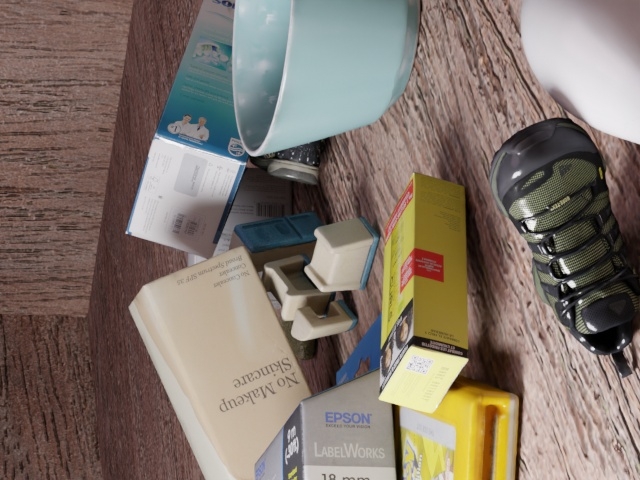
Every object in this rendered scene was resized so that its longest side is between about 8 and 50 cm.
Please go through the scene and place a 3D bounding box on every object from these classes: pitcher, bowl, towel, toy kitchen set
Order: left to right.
[{"bbox_3d":[-0.031,0.098,2.192,0.148,0.027,0.110,-143,56,-72],"label":"towel"},{"bbox_3d":[0.000,0.000,1.993,0.207,0.122,0.166,50,139,40],"label":"toy kitchen set"},{"bbox_3d":[0.009,-0.244,1.842,0.311,0.163,0.311,-176,90,-75],"label":"bowl"},{"bbox_3d":[0.232,-0.141,1.099,0.177,0.125,0.207,-57,37,22],"label":"pitcher"}]

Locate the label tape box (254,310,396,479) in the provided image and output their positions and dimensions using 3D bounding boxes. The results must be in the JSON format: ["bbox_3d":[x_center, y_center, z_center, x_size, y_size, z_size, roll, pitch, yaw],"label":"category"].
[{"bbox_3d":[0.003,0.258,1.715,0.240,0.106,0.333,120,150,-63],"label":"label tape box"}]

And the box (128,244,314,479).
[{"bbox_3d":[-0.101,0.181,1.997,0.311,0.148,0.121,64,159,7],"label":"box"}]

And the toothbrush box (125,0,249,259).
[{"bbox_3d":[-0.147,-0.160,2.181,0.216,0.126,0.295,114,172,-50],"label":"toothbrush box"}]

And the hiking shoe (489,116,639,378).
[{"bbox_3d":[0.191,0.005,1.177,0.114,0.086,0.227,59,180,40],"label":"hiking shoe"}]

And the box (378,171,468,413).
[{"bbox_3d":[0.098,0.046,1.554,0.232,0.058,0.087,-84,16,-45],"label":"box"}]

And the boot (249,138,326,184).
[{"bbox_3d":[-0.029,-0.172,2.148,0.236,0.085,0.178,-135,57,-76],"label":"boot"}]

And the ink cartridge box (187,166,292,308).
[{"bbox_3d":[-0.115,-0.004,2.305,0.082,0.140,0.190,147,125,-72],"label":"ink cartridge box"}]

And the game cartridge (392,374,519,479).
[{"bbox_3d":[0.107,0.269,1.586,0.324,0.053,0.285,-176,89,-75],"label":"game cartridge"}]
